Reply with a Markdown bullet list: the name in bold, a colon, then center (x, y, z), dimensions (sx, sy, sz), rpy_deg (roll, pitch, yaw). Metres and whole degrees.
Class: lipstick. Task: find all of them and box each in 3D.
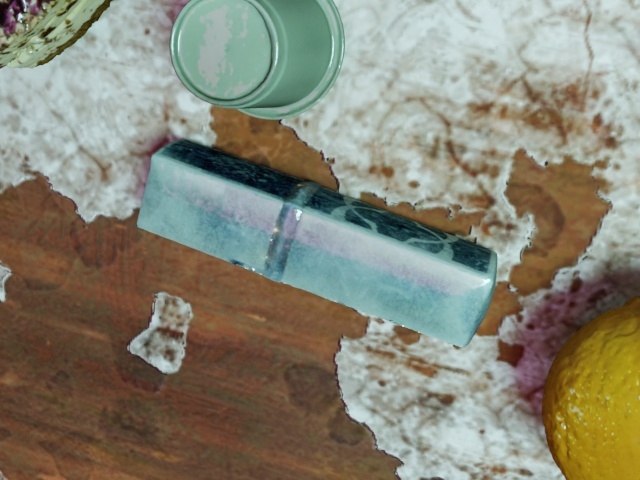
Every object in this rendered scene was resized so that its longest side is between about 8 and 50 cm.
- **lipstick**: center (0.000, 0.000, 0.685), dimensions (0.290, 0.077, 0.076), rpy_deg (21, 111, 7)

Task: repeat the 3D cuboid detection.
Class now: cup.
- **cup**: center (-0.052, -0.143, 0.619), dimensions (0.120, 0.141, 0.120), rpy_deg (5, 107, 15)

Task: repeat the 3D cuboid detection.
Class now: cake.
- **cake**: center (-0.259, -0.267, 0.654), dimensions (0.135, 0.112, 0.246), rpy_deg (-24, 97, 18)

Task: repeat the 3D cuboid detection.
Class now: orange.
- **orange**: center (0.255, 0.113, 0.599), dimensions (0.193, 0.193, 0.161), rpy_deg (-23, 75, 21)
